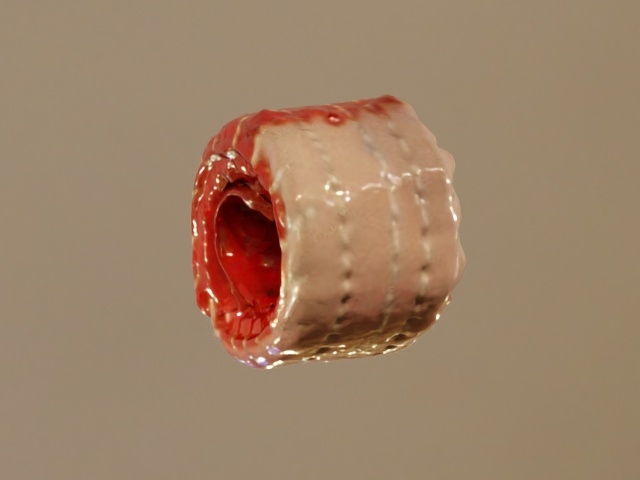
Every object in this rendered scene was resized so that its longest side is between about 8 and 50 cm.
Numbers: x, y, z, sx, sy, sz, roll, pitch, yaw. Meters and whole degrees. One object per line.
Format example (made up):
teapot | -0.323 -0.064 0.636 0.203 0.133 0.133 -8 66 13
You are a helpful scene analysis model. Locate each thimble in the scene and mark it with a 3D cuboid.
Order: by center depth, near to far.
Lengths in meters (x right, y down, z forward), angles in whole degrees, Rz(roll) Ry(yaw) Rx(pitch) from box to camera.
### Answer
thimble | 0.001 -0.006 0.963 0.125 0.163 0.189 -8 -18 -25
